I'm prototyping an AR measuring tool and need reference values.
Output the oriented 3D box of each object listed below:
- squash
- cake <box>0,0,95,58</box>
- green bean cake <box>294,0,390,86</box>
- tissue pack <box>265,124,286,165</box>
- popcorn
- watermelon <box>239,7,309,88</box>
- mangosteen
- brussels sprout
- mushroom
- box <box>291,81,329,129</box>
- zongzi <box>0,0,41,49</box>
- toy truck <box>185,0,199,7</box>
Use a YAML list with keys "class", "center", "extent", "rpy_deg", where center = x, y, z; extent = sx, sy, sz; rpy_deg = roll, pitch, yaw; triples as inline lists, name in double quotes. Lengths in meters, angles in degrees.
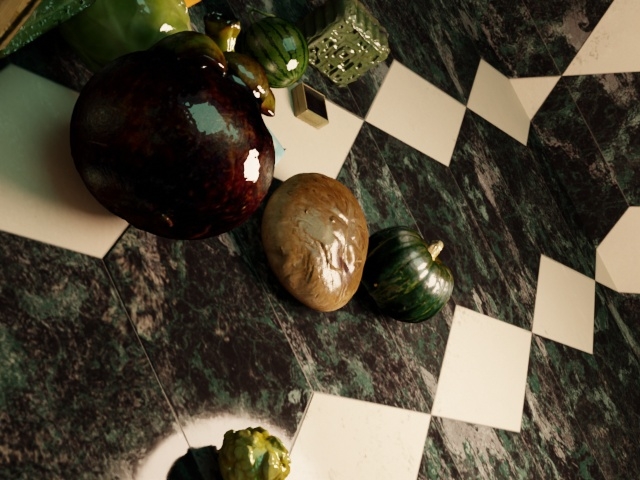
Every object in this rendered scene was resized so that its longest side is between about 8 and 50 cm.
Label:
- class: "squash"
  center: [0.174, 0.067, 1.888]
  extent: [0.218, 0.172, 0.218]
  rpy_deg: [36, 40, -38]
- class: "cake"
  center: [-0.425, -0.337, 1.299]
  extent: [0.235, 0.099, 0.100]
  rpy_deg: [-51, 125, -44]
- class: "green bean cake"
  center: [0.048, -0.456, 2.118]
  extent: [0.181, 0.173, 0.094]
  rpy_deg: [37, 38, -38]
- class: "tissue pack"
  center: [-0.193, -0.208, 1.667]
  extent: [0.263, 0.089, 0.177]
  rpy_deg: [49, 35, -16]
- class: "popcorn"
  center: [-0.099, 0.324, 1.363]
  extent: [0.121, 0.116, 0.106]
  rpy_deg: [9, 41, -52]
- class: "watermelon"
  center: [-0.106, -0.402, 1.900]
  extent: [0.187, 0.141, 0.141]
  rpy_deg: [54, 30, 14]
- class: "mangosteen"
  center: [-0.214, -0.157, 1.397]
  extent: [0.330, 0.330, 0.330]
  rpy_deg: [34, 41, -36]
- class: "brussels sprout"
  center: [-0.319, -0.364, 1.490]
  extent: [0.244, 0.244, 0.244]
  rpy_deg: [34, 41, -36]
- class: "mushroom"
  center: [0.000, 0.000, 1.723]
  extent: [0.278, 0.146, 0.278]
  rpy_deg: [28, 52, -43]
- class: "box"
  center: [-0.022, -0.297, 2.024]
  extent: [0.079, 0.035, 0.083]
  rpy_deg: [22, 50, -45]
- class: "zongzi"
  center: [-0.535, -0.345, 0.953]
  extent: [0.500, 0.467, 0.218]
  rpy_deg: [22, 27, -43]
- class: "toy truck"
  center: [-0.267, -0.508, 1.671]
  extent: [0.114, 0.135, 0.270]
  rpy_deg: [62, 1, 3]
